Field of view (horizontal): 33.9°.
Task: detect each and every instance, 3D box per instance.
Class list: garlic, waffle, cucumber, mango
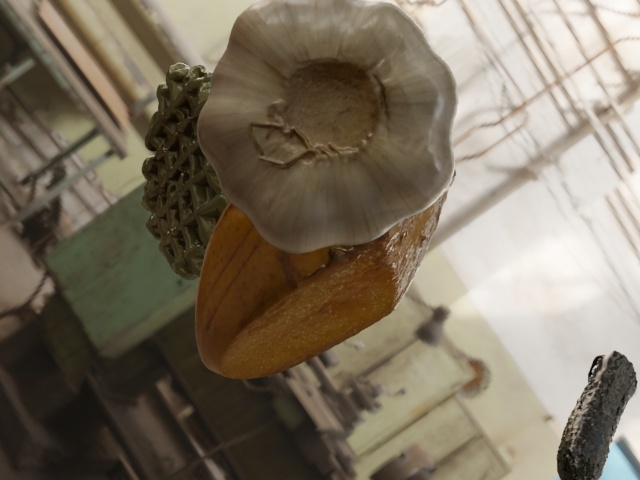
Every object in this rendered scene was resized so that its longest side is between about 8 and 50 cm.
[{"bbox_3d":[0.006,-0.082,0.831,0.199,0.199,0.226,55,-2,2],"label":"garlic"},{"bbox_3d":[-0.196,-0.100,1.552,0.056,0.309,0.292,2,30,-30],"label":"waffle"},{"bbox_3d":[0.318,0.220,1.235,0.067,0.067,0.245,55,38,-6],"label":"cucumber"},{"bbox_3d":[0.000,0.000,1.085,0.201,0.350,0.199,40,7,-19],"label":"mango"}]
